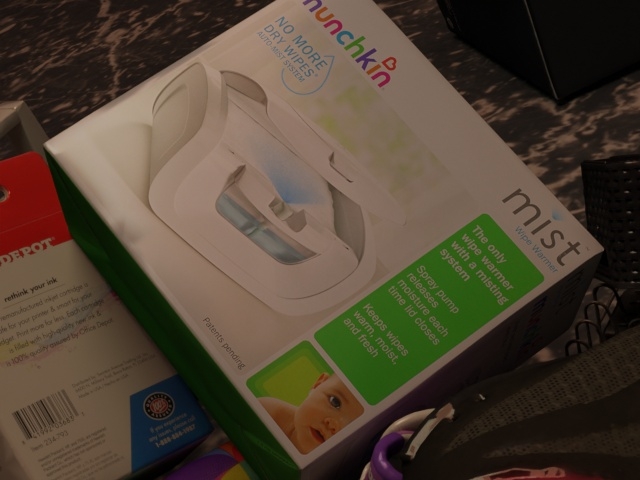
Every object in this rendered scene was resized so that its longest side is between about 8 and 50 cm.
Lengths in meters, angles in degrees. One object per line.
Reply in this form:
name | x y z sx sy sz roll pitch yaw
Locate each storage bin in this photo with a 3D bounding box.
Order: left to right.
storage bin | 0.273 -0.022 0.997 0.180 0.084 0.122 -5 4 1

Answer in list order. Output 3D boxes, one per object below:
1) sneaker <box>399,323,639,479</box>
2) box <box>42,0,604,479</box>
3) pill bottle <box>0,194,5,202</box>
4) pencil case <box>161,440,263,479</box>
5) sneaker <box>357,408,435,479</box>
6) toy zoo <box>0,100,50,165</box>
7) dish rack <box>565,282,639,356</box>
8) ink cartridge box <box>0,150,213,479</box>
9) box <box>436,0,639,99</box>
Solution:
sneaker | 0.106 0.164 0.619 0.202 0.185 0.483 -1 18 38
box | 0.000 0.000 0.935 0.231 0.127 0.262 -34 69 -16
pill bottle | -0.210 0.067 1.159 0.204 0.204 0.361 3 35 40
pencil case | -0.041 0.167 0.970 0.236 0.104 0.104 -28 27 -17
sneaker | 0.012 0.171 0.834 0.282 0.161 0.102 -22 45 0
toy zoo | -0.301 0.005 1.357 0.030 0.192 0.293 0 33 35
dish rack | 0.244 0.078 0.955 0.208 0.074 0.271 -2 31 31
ink cartridge box | -0.192 0.067 0.985 0.134 0.231 0.078 -23 -15 -39
box | 0.285 -0.313 1.539 0.296 0.183 0.294 -26 26 -6
